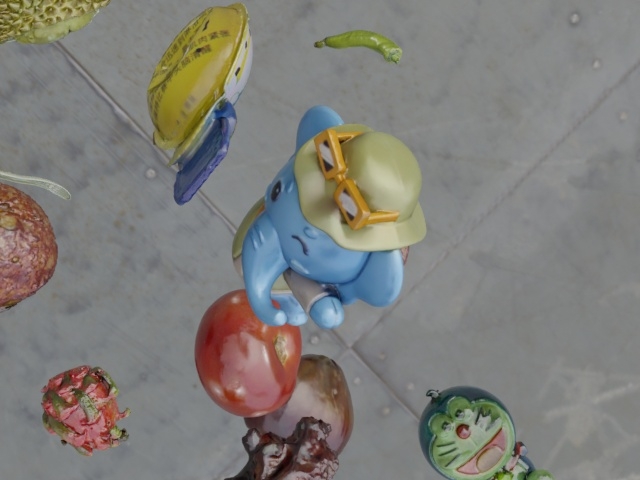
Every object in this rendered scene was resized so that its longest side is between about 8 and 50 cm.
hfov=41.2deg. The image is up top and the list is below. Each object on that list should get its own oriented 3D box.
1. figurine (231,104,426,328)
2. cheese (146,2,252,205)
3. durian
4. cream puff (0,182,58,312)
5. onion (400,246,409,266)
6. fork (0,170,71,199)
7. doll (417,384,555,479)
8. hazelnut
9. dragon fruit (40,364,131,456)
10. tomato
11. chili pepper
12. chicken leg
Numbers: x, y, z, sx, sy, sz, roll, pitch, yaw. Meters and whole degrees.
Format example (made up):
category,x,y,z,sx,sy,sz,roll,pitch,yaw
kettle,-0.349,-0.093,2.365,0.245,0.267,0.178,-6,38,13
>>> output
category,x,y,z,sx,sy,sz,roll,pitch,yaw
figurine,0.002,-0.001,0.829,0.153,0.180,0.262,15,132,-18
cheese,-0.108,-0.126,0.756,0.064,0.250,0.156,28,123,-28
durian,-0.354,-0.330,1.163,0.208,0.146,0.102,-39,121,-50
cream puff,-0.511,0.001,1.251,0.240,0.240,0.164,-11,145,-24
onion,0.076,0.018,1.879,0.230,0.230,0.163,-45,125,-4
fork,-0.402,-0.079,1.039,0.034,0.028,0.219,-31,147,30
doll,0.325,0.432,1.766,0.198,0.186,0.322,-36,95,-2
hazelnut,-0.035,0.322,1.659,0.217,0.217,0.251,-56,143,4
dragon fruit,-0.460,0.338,1.687,0.160,0.172,0.166,-32,164,35
tomato,-0.111,0.168,1.280,0.136,0.195,0.195,-9,126,24
chili pepper,0.078,-0.376,1.621,0.043,0.208,0.049,-23,125,-44
chicken leg,-0.066,0.220,0.688,0.219,0.089,0.048,-41,146,-27
